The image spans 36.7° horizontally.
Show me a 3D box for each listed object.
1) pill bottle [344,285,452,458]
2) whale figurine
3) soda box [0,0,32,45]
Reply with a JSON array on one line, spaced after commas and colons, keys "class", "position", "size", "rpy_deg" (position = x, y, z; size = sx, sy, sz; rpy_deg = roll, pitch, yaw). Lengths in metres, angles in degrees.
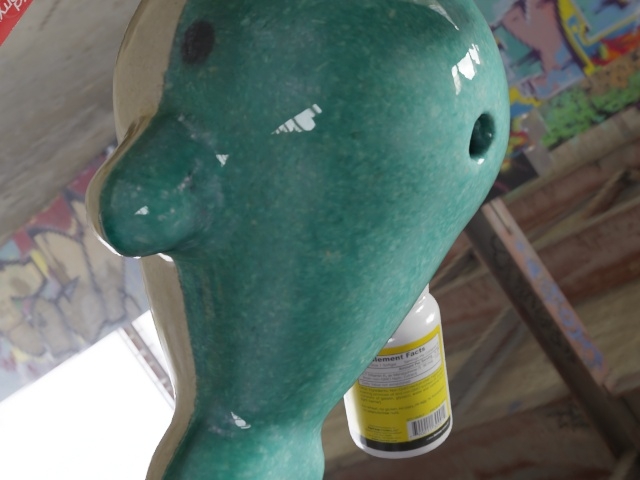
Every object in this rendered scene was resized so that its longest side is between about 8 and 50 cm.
[{"class": "pill bottle", "position": [0.076, 0.120, 1.051], "size": [0.119, 0.209, 0.119], "rpy_deg": [-8, -156, 3]}, {"class": "whale figurine", "position": [0.000, 0.000, 0.417], "size": [0.141, 0.272, 0.216], "rpy_deg": [8, 178, 34]}, {"class": "soda box", "position": [-0.245, -0.266, 0.756], "size": [0.263, 0.083, 0.092], "rpy_deg": [-62, 162, -15]}]
